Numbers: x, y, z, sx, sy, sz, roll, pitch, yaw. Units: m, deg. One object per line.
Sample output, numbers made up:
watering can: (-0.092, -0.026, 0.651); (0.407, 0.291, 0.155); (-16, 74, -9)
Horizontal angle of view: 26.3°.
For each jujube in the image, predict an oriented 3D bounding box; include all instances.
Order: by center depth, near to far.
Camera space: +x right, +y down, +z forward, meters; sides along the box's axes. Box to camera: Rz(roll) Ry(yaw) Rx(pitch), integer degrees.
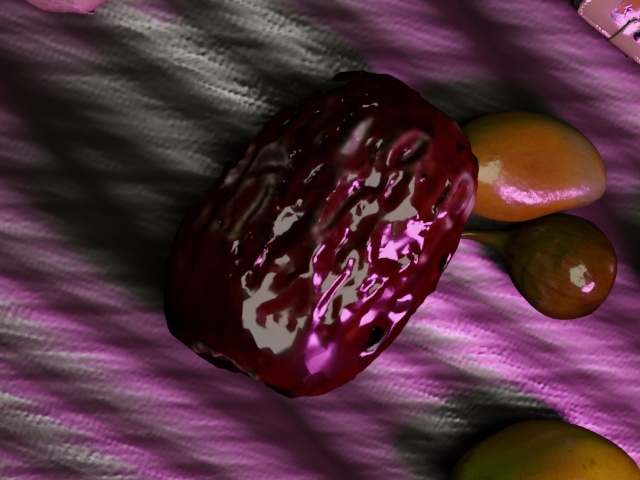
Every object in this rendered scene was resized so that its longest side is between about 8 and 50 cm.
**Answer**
jujube: (0.000, 0.000, 1.454); (0.258, 0.258, 0.376); (39, 98, -19)

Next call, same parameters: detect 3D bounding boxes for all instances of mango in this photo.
mango: (0.233, -0.082, 1.562); (0.195, 0.092, 0.130); (13, 87, -12)

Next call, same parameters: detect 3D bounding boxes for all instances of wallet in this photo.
wallet: (0.376, -0.262, 1.572); (0.155, 0.039, 0.110); (34, 105, -21)

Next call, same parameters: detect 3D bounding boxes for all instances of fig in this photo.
fig: (0.226, 0.018, 1.600); (0.236, 0.124, 0.124); (14, 102, 7)

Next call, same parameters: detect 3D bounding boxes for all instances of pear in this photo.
pear: (0.261, 0.303, 1.624); (0.220, 0.187, 0.187); (2, 104, -21)

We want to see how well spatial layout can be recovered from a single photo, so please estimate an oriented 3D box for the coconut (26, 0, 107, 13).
coconut: (-0.231, -0.342, 1.331); (0.224, 0.224, 0.234); (42, 93, -19)
